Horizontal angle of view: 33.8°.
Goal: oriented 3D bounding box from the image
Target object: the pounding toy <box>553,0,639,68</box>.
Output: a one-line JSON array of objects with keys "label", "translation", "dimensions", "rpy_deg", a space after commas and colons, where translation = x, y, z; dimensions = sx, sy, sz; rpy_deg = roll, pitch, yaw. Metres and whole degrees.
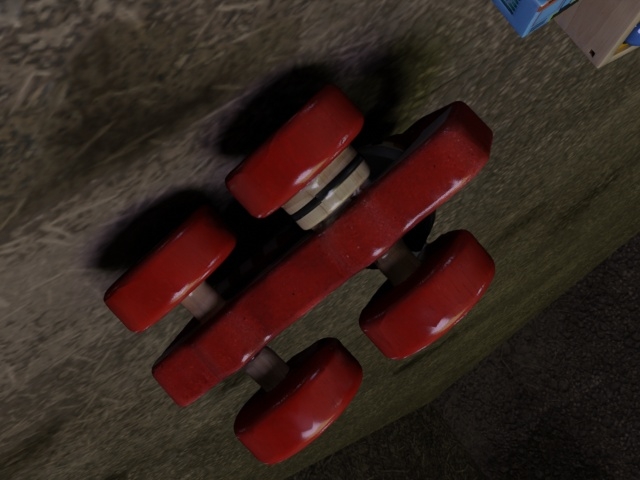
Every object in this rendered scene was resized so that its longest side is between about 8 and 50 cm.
[{"label": "pounding toy", "translation": [0.274, -0.209, 0.804], "dimensions": [0.141, 0.100, 0.130], "rpy_deg": [-28, 163, -25]}]

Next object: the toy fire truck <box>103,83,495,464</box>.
[{"label": "toy fire truck", "translation": [0.000, 0.000, 0.786], "dimensions": [0.302, 0.169, 0.254], "rpy_deg": [-41, -173, 20]}]

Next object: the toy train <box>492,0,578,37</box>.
[{"label": "toy train", "translation": [0.180, -0.210, 0.660], "dimensions": [0.184, 0.080, 0.105], "rpy_deg": [-36, 173, -9]}]
